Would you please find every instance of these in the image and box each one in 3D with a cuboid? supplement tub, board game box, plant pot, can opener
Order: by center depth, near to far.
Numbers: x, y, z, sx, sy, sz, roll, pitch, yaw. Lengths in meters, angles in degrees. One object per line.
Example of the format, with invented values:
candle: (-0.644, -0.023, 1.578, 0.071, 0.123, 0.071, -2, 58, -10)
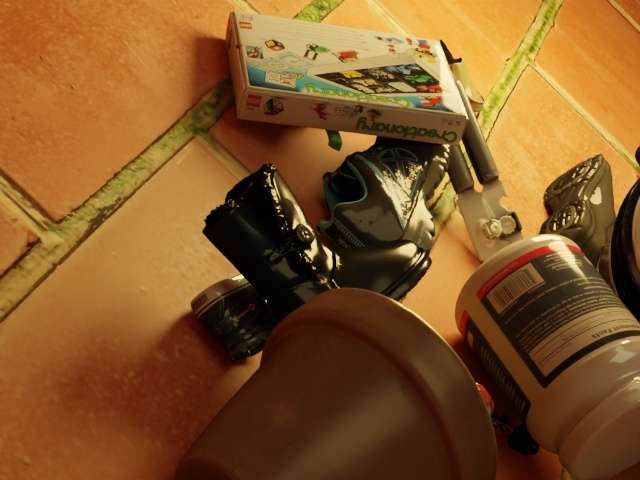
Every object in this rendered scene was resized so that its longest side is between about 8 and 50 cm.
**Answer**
plant pot: (-0.007, 0.204, 1.185, 0.229, 0.263, 0.263, -29, 77, -39)
supplement tub: (0.309, 0.143, 1.601, 0.191, 0.191, 0.272, 10, 37, -44)
board game box: (0.031, -0.219, 1.721, 0.305, 0.053, 0.193, 6, 40, -15)
can opener: (0.219, -0.095, 1.874, 0.093, 0.074, 0.280, 124, -55, -84)

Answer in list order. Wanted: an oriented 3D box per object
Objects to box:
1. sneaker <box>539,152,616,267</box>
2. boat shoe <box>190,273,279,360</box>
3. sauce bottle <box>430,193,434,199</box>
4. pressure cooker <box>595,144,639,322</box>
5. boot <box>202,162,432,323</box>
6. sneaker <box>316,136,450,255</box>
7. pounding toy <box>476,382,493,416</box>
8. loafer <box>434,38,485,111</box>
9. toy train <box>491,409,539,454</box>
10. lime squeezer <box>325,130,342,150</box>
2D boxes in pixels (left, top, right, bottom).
sneaker: (0.432, -0.034, 2.078, 0.130, 0.109, 0.286, 48, 38, -16)
boat shoe: (-0.062, 0.074, 1.409, 0.183, 0.065, 0.083, -24, 78, -51)
sauce bottle: (0.156, -0.105, 1.871, 0.042, 0.042, 0.128, 35, 32, -17)
pressure cooker: (0.561, 0.054, 1.722, 0.369, 0.420, 0.375, 17, 64, 14)
boot: (0.000, 0.000, 1.398, 0.207, 0.094, 0.246, 55, 43, -4)
sneaker: (0.083, -0.086, 1.689, 0.139, 0.125, 0.341, 33, 33, -16)
pounding toy: (0.112, 0.161, 1.464, 0.183, 0.110, 0.237, 13, 46, -42)
loafer: (0.222, -0.274, 2.126, 0.148, 0.050, 0.056, 45, 32, -2)
toy train: (0.212, 0.230, 1.585, 0.158, 0.027, 0.036, 29, 48, -27)
lime squeezer: (0.037, -0.199, 1.794, 0.110, 0.059, 0.310, 11, 22, 20)
